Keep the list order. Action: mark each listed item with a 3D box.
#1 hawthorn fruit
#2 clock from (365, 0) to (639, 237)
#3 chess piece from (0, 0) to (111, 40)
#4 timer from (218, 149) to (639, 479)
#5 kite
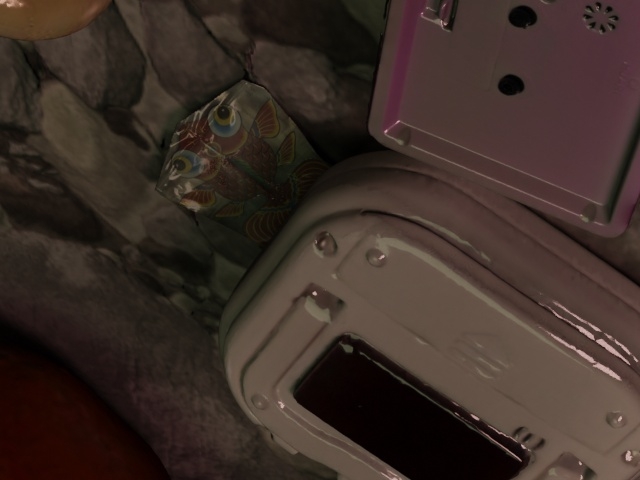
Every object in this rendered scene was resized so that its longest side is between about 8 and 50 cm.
[{"bbox_3d":[-0.245,0.226,1.252,0.311,0.295,0.295,22,141,12],"label":"hawthorn fruit"},{"bbox_3d":[0.109,-0.108,0.806,0.150,0.063,0.197,23,141,12],"label":"clock"},{"bbox_3d":[-0.118,-0.222,0.790,0.143,0.143,0.261,37,138,-6],"label":"chess piece"},{"bbox_3d":[0.074,0.079,0.995,0.262,0.087,0.237,34,132,-5],"label":"timer"},{"bbox_3d":[0.001,-0.002,1.035,0.229,0.016,0.127,41,138,-10],"label":"kite"}]
